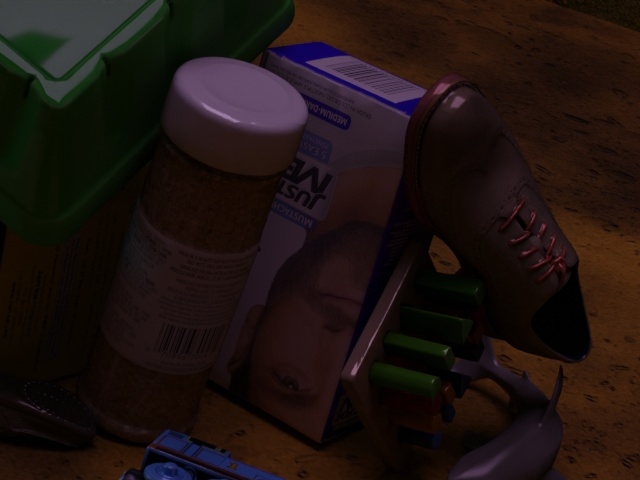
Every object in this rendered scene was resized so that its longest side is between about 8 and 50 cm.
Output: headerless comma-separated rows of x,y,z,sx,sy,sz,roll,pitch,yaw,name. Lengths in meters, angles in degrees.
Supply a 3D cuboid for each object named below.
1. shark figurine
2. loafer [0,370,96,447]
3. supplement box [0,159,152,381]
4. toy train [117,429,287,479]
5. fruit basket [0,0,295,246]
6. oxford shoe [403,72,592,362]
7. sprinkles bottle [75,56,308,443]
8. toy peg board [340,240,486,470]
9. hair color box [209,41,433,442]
0.205,0.158,1.763,0.166,0.116,0.278,13,26,-6,shark figurine
-0.273,0.152,1.596,0.148,0.050,0.056,24,25,-16,loafer
-0.260,-0.001,1.753,0.194,0.195,0.356,31,29,33,supplement box
-0.079,0.227,1.503,0.184,0.080,0.105,18,19,11,toy train
-0.233,-0.181,1.628,0.283,0.392,0.392,40,29,7,fruit basket
0.179,-0.015,1.633,0.130,0.348,0.123,30,70,39,oxford shoe
-0.120,0.014,1.585,0.121,0.355,0.121,16,31,-10,sprinkles bottle
0.106,0.115,1.651,0.079,0.161,0.161,12,58,30,toy peg board
0.000,0.000,1.709,0.185,0.339,0.110,27,24,28,hair color box
